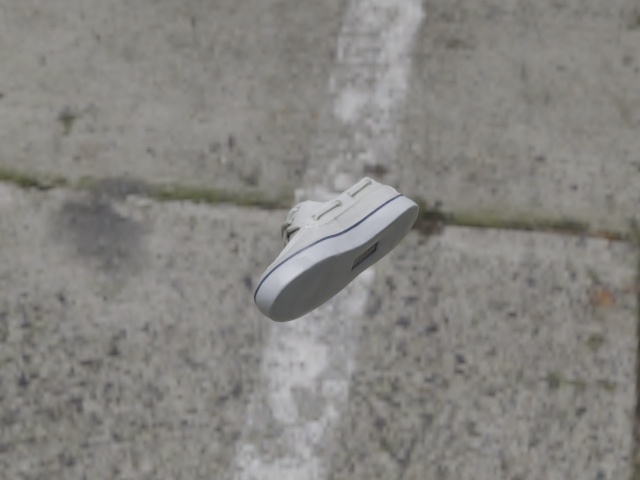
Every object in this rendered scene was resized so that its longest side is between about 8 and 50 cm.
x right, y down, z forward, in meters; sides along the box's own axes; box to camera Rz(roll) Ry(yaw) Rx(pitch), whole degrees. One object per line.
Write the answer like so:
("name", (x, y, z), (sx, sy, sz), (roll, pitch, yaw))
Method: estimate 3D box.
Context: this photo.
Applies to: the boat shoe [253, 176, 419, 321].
("boat shoe", (0.000, 0.000, 0.687), (0.035, 0.035, 0.100), (37, 46, 20))
